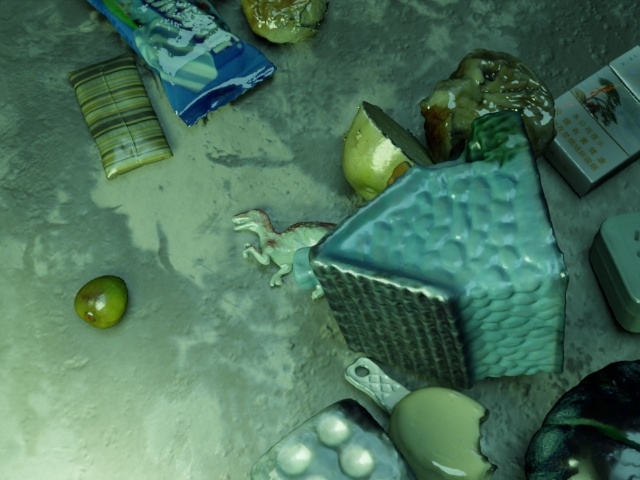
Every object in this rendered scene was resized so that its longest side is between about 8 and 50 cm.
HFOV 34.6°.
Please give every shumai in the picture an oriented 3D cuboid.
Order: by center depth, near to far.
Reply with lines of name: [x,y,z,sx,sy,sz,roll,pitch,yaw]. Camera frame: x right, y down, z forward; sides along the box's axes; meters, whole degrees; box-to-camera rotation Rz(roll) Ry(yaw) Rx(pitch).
shumai: [0.243,-0.192,1.568,0.176,0.166,0.206,-15,50,-38]

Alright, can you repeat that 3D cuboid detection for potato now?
potato: [0.106,-0.106,1.574,0.202,0.182,0.117,35,105,-27]

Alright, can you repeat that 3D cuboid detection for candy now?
candy: [-0.238,-0.352,1.666,0.187,0.077,0.331,-35,78,-13]

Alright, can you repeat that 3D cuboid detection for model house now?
model house: [0.146,0.041,1.427,0.339,0.360,0.297,-13,61,5]

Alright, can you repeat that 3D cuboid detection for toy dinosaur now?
toy dinosaur: [0.000,0.000,1.563,0.242,0.053,0.167,-18,65,-1]

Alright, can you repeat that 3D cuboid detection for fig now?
fig: [-0.315,0.085,1.508,0.074,0.074,0.088,29,50,7]

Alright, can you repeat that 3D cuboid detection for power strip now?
power strip: [0.553,0.083,1.549,0.230,0.141,0.261,-11,57,-8]

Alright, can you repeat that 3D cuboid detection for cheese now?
cheese: [0.132,0.264,1.450,0.249,0.070,0.163,22,45,10]

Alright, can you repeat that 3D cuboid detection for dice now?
dice: [0.023,0.333,1.380,0.181,0.183,0.182,-36,74,-13]

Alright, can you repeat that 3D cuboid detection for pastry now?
pastry: [-0.061,-0.396,1.690,0.153,0.081,0.153,-2,67,5]

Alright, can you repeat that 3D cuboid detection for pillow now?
pillow: [-0.317,-0.201,1.625,0.113,0.038,0.203,-21,72,-11]

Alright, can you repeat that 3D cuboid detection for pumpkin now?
pumpkin: [0.450,0.337,1.363,0.364,0.266,0.363,2,67,-6]

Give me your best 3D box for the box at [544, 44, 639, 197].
box: [0.467,-0.193,1.657,0.233,0.067,0.149,-33,76,-15]
